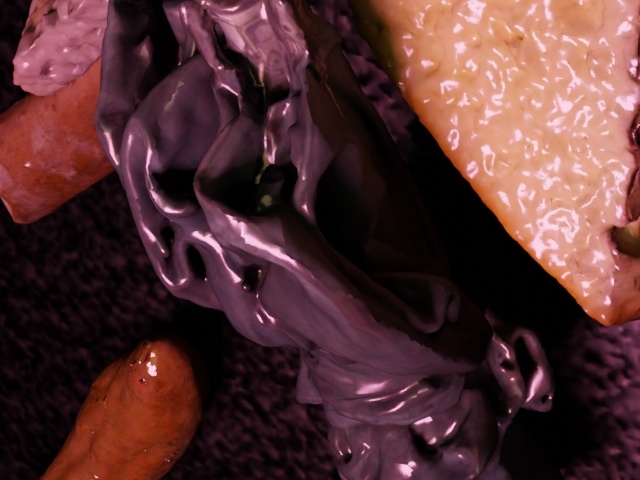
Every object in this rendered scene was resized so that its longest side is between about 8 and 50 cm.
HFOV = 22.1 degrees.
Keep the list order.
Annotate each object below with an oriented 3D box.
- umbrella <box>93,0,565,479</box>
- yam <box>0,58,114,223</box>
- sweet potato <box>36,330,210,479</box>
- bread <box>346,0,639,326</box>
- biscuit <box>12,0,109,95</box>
[{"bbox_3d":[-0.003,0.001,0.553,0.143,0.094,0.349,29,159,36],"label":"umbrella"},{"bbox_3d":[-0.065,-0.079,0.665,0.241,0.057,0.056,-35,92,35],"label":"yam"},{"bbox_3d":[-0.099,0.099,0.762,0.053,0.054,0.182,25,126,-22],"label":"sweet potato"},{"bbox_3d":[0.079,-0.106,0.529,0.134,0.129,0.260,14,117,33],"label":"bread"},{"bbox_3d":[-0.045,-0.148,0.580,0.032,0.133,0.250,23,153,-23],"label":"biscuit"}]
